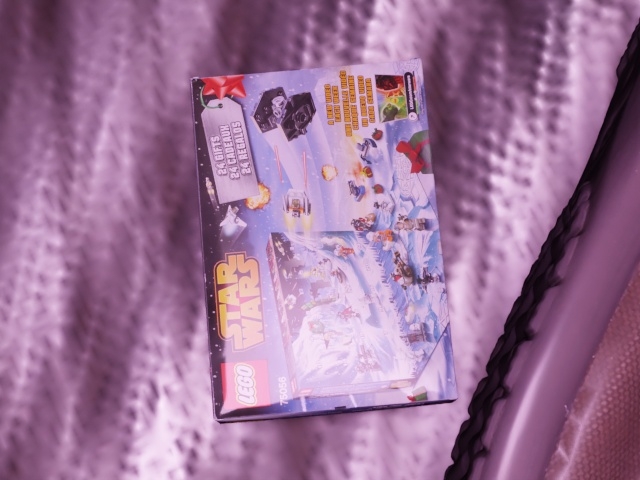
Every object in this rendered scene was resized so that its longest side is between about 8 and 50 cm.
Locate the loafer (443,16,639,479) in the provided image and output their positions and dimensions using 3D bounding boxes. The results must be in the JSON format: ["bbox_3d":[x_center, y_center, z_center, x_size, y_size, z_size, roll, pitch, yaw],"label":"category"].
[{"bbox_3d":[0.143,0.016,0.437,0.130,0.134,0.366,24,81,6],"label":"loafer"}]

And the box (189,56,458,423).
[{"bbox_3d":[0.000,0.000,0.498,0.094,0.027,0.137,-4,79,-1],"label":"box"}]
